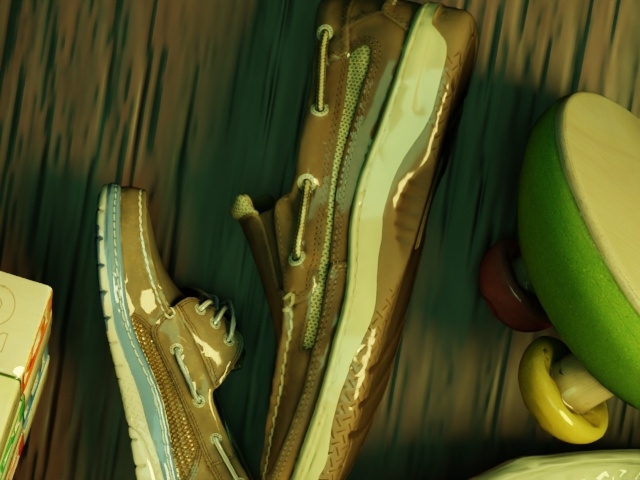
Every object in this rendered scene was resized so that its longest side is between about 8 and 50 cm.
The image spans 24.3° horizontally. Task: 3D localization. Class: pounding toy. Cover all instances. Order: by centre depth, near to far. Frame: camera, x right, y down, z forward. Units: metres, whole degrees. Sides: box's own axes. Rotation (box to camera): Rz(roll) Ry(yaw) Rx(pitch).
[{"bbox_3d":[0.149,0.052,0.720,0.110,0.183,0.237,-36,96,28],"label":"pounding toy"}]

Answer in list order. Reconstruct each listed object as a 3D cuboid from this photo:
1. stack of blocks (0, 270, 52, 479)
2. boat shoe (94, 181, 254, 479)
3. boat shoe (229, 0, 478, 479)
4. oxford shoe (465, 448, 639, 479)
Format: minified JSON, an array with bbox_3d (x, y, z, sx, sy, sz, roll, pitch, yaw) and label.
[{"bbox_3d":[-0.206,0.165,0.658,0.087,0.171,0.297,17,70,-5],"label":"stack of blocks"},{"bbox_3d":[-0.072,0.056,0.762,0.066,0.066,0.183,-11,103,-3],"label":"boat shoe"},{"bbox_3d":[0.001,0.001,0.747,0.095,0.095,0.257,16,86,11],"label":"boat shoe"},{"bbox_3d":[0.052,0.203,0.742,0.449,0.130,0.169,-13,87,-13],"label":"oxford shoe"}]
